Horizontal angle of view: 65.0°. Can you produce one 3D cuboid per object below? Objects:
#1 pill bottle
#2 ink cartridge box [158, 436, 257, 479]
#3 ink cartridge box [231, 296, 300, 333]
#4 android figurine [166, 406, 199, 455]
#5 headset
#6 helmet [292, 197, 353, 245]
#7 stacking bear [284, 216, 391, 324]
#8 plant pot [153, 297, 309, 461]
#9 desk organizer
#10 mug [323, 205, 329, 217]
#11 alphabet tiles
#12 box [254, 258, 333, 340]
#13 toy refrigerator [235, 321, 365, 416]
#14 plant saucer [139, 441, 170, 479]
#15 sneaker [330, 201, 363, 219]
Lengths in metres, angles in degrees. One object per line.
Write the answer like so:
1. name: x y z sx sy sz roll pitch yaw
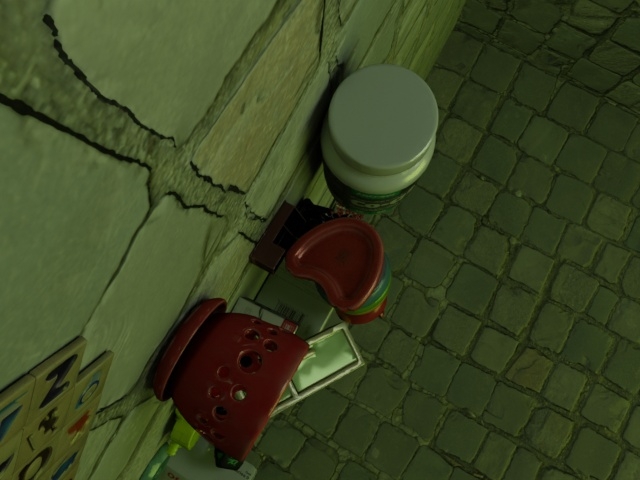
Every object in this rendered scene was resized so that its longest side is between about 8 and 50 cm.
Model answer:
1. pill bottle: 0.102 -0.173 0.949 0.204 0.204 0.361 -61 175 -4
2. ink cartridge box: -0.313 0.648 1.283 0.289 0.211 0.121 -66 172 32
3. ink cartridge box: -0.115 0.171 1.053 0.056 0.135 0.099 -64 176 -6
4. android figurine: -0.240 0.319 1.061 0.272 0.056 0.248 -63 176 -5
5. headset: -0.180 0.400 1.270 0.394 0.185 0.243 -124 -127 -71
6. helmet: 0.000 0.000 1.132 0.169 0.169 0.161 -59 159 -29
7. stacking bear: 0.068 0.087 1.024 0.164 0.175 0.289 -49 153 -12
8. plant pot: -0.135 0.195 0.738 0.191 0.174 0.191 -61 175 -9
9. desk organizer: -0.077 -0.005 0.940 0.130 0.050 0.047 -60 175 -19
10. mug: 0.023 -0.062 1.596 0.078 0.064 0.062 -64 175 30
11. alphabet tiles: -0.288 0.246 0.413 0.342 0.011 0.285 -64 175 25
12. box: -0.061 0.159 1.272 0.182 0.181 0.119 -61 176 -11
13. toy refrigerator: -0.051 0.273 1.043 0.270 0.102 0.094 -22 172 -24
14. plant saucer: -0.353 0.491 1.071 0.119 0.021 0.119 -61 176 -7
15. sneaker: 0.059 -0.066 1.793 0.112 0.121 0.299 -6 -129 60
